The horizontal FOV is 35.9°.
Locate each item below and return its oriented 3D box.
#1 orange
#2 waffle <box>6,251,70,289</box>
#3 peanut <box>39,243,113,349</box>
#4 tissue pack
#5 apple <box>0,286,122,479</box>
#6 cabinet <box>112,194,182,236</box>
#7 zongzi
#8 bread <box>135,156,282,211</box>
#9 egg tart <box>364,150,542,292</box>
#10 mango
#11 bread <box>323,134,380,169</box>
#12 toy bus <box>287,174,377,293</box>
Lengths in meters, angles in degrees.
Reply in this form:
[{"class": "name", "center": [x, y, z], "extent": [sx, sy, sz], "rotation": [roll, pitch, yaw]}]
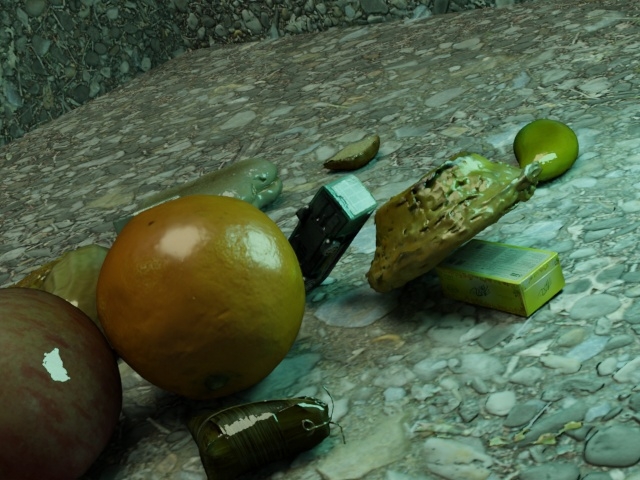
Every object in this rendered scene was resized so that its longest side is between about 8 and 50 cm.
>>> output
[{"class": "orange", "center": [-0.174, 0.085, 1.466], "extent": [0.312, 0.312, 0.312], "rotation": [-15, 22, 6]}, {"class": "waffle", "center": [-0.608, 0.121, 1.943], "extent": [0.301, 0.058, 0.281], "rotation": [-33, 12, -12]}, {"class": "peanut", "center": [-0.425, 0.123, 1.757], "extent": [0.174, 0.158, 0.340], "rotation": [-1, 24, -6]}, {"class": "tissue pack", "center": [0.273, 0.055, 1.512], "extent": [0.095, 0.062, 0.176], "rotation": [-34, 27, -30]}, {"class": "apple", "center": [-0.444, 0.213, 1.383], "extent": [0.345, 0.269, 0.344], "rotation": [-23, 26, 12]}, {"class": "cabinet", "center": [-0.291, 0.030, 1.876], "extent": [0.145, 0.150, 0.206], "rotation": [-22, 23, -9]}, {"class": "zongzi", "center": [-0.082, 0.244, 1.329], "extent": [0.187, 0.084, 0.184], "rotation": [-16, 11, -14]}, {"class": "bread", "center": [-0.241, -0.076, 2.155], "extent": [0.338, 0.101, 0.183], "rotation": [-21, 22, -6]}, {"class": "egg tart", "center": [0.193, -0.044, 1.563], "extent": [0.341, 0.129, 0.341], "rotation": [-34, -4, -3]}, {"class": "mango", "center": [0.436, -0.172, 1.905], "extent": [0.122, 0.085, 0.191], "rotation": [-5, 33, 5]}, {"class": "bread", "center": [0.079, -0.195, 2.273], "extent": [0.126, 0.044, 0.129], "rotation": [-10, 25, 38]}, {"class": "toy bus", "center": [0.000, 0.000, 1.643], "extent": [0.109, 0.091, 0.261], "rotation": [-28, -17, -35]}]
